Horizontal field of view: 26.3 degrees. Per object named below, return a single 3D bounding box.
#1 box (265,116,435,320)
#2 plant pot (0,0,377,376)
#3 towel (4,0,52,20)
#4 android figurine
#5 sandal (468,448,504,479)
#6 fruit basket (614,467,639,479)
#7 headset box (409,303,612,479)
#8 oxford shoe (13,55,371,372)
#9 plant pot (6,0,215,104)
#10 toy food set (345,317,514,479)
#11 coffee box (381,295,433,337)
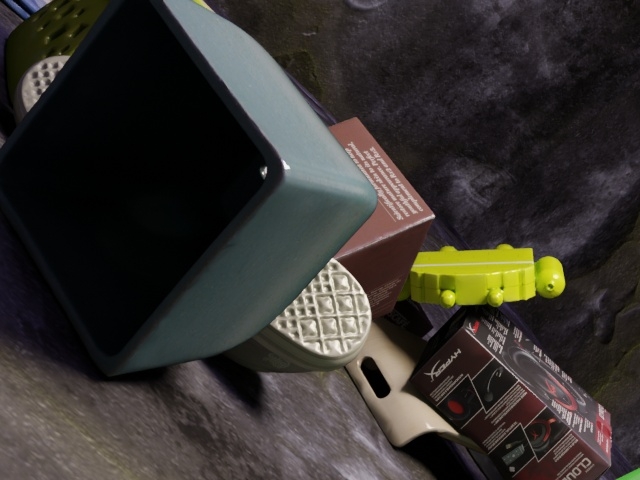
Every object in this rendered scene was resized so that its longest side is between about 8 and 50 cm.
[{"bbox_3d":[0.000,0.000,1.606,0.168,0.167,0.203,54,-32,24],"label":"box"},{"bbox_3d":[-0.092,-0.045,1.228,0.252,0.248,0.247,8,39,-54],"label":"plant pot"},{"bbox_3d":[-0.432,-0.384,1.843,0.209,0.034,0.285,42,13,-45],"label":"towel"},{"bbox_3d":[0.211,0.051,1.886,0.273,0.248,0.056,-59,146,-78],"label":"android figurine"},{"bbox_3d":[0.297,0.366,2.069,0.097,0.054,0.254,39,14,-44],"label":"sandal"},{"bbox_3d":[0.303,0.427,1.209,0.392,0.392,0.283,41,-6,-38],"label":"fruit basket"},{"bbox_3d":[0.274,0.224,1.850,0.293,0.110,0.218,43,16,1],"label":"headset box"},{"bbox_3d":[-0.146,-0.013,1.429,0.449,0.169,0.130,41,-31,-2],"label":"oxford shoe"},{"bbox_3d":[-0.209,-0.195,1.578,0.227,0.207,0.228,44,12,-29],"label":"plant pot"},{"bbox_3d":[0.154,0.238,1.903,0.306,0.092,0.220,27,23,-44],"label":"toy food set"},{"bbox_3d":[0.059,0.061,2.075,0.141,0.098,0.246,40,13,-34],"label":"coffee box"}]
